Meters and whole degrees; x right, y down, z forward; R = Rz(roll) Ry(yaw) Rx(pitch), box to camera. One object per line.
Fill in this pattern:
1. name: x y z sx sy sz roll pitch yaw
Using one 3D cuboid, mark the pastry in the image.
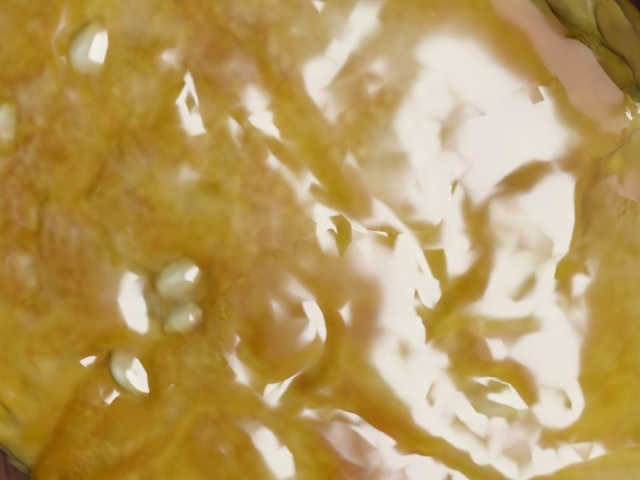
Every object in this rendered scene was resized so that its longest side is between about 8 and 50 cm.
1. pastry: 0.000 0.000 0.558 0.315 0.284 0.184 41 19 7
